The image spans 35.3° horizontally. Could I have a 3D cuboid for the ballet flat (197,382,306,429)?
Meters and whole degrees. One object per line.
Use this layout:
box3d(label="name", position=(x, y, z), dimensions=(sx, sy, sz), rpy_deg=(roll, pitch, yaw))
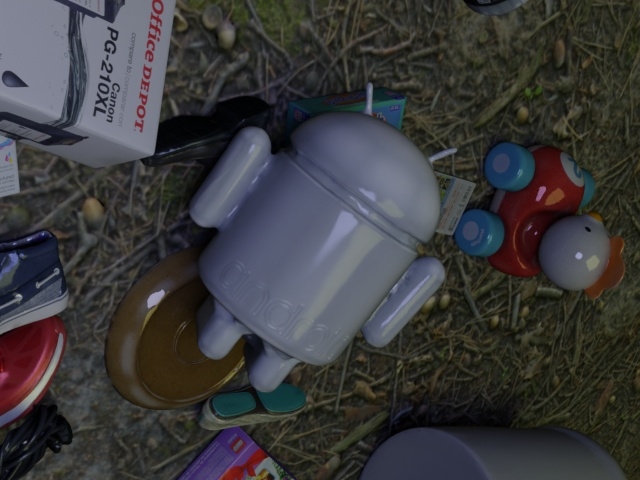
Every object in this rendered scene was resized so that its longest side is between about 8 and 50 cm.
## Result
box3d(label="ballet flat", position=(-0.096, 0.229, 1.382), dimensions=(0.168, 0.057, 0.052), rpy_deg=(2, 141, -40))

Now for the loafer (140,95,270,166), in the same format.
box3d(label="loafer", position=(-0.127, -0.108, 1.129), dimensions=(0.170, 0.062, 0.061), rpy_deg=(-21, 132, -31))

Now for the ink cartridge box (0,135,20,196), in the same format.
box3d(label="ink cartridge box", position=(-0.338, -0.098, 0.945), dimensions=(0.088, 0.052, 0.122), rpy_deg=(-19, 125, -34))

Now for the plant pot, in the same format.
box3d(label="plant pot", position=(-0.157, 0.117, 1.261), dimensions=(0.236, 0.032, 0.236), rpy_deg=(-22, 127, -31))

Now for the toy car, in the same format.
box3d(label="toy car", position=(0.372, -0.014, 1.512), dimensions=(0.219, 0.238, 0.210), rpy_deg=(11, 107, -46))

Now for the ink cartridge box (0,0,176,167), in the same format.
box3d(label="ink cartridge box", position=(-0.253, -0.181, 0.889), dimensions=(0.237, 0.100, 0.172), rpy_deg=(20, 71, -47))

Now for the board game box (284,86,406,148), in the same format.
box3d(label="board game box", position=(0.024, -0.083, 1.291), dimensions=(0.160, 0.047, 0.210), rpy_deg=(-13, 123, -36))

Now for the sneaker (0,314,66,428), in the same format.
box3d(label="sneaker", position=(-0.373, 0.146, 1.041), dimensions=(0.221, 0.087, 0.128), rpy_deg=(-51, 139, -7))

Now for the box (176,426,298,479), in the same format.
box3d(label="box", position=(-0.164, 0.417, 1.420), dimensions=(0.293, 0.057, 0.201), rpy_deg=(-46, 138, -10))

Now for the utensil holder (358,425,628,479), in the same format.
box3d(label="utensil holder", position=(0.287, 0.467, 1.680), dimensions=(0.385, 0.327, 0.327), rpy_deg=(13, 105, -43))

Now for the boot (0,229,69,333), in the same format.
box3d(label="boot", position=(-0.350, 0.055, 1.028), dimensions=(0.190, 0.069, 0.086), rpy_deg=(-26, 123, -39))

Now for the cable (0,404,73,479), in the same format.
box3d(label="cable", position=(-0.343, 0.236, 1.095), dimensions=(0.150, 0.047, 0.184), rpy_deg=(-32, 173, -14))

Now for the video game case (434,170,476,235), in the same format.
box3d(label="video game case", position=(0.171, -0.056, 1.471), dimensions=(0.122, 0.011, 0.087), rpy_deg=(10, 108, -46))

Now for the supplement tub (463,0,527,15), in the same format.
box3d(label="supplement tub", position=(0.186, -0.368, 1.212), dimensions=(0.117, 0.117, 0.190), rpy_deg=(-55, 139, -1))

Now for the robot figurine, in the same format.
box3d(label="robot figurine", position=(0.000, 0.000, 1.148), dimensions=(0.300, 0.200, 0.353), rpy_deg=(34, 97, -19))
